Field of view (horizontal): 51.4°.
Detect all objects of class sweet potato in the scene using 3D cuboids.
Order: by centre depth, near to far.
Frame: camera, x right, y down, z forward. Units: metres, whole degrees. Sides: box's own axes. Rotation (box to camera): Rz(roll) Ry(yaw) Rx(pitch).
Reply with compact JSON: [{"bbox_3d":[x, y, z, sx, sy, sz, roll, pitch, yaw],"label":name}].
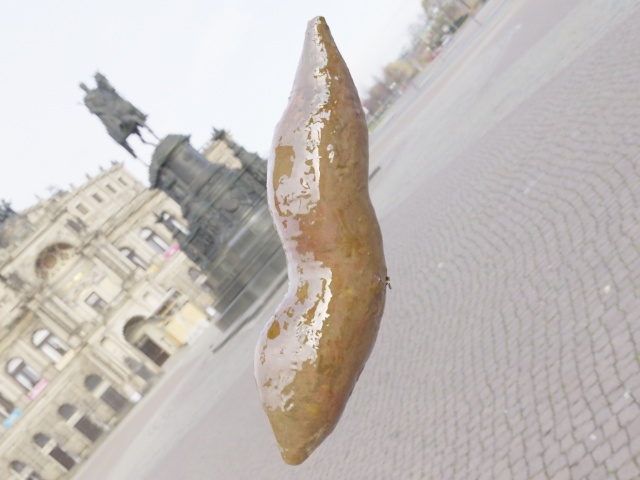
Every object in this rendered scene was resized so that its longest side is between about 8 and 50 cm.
[{"bbox_3d":[0.003,0.001,0.328,0.051,0.065,0.218,1,87,61],"label":"sweet potato"}]
